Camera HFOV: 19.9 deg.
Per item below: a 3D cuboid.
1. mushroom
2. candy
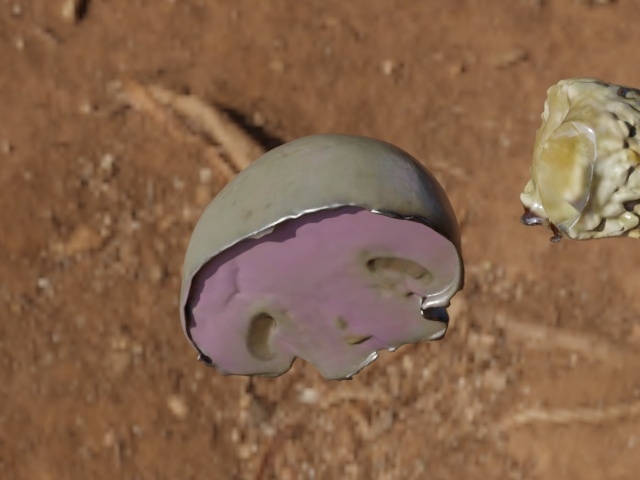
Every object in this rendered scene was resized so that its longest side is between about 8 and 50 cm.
[{"bbox_3d":[0.000,0.000,1.098,0.188,0.141,0.117,-23,54,31],"label":"mushroom"},{"bbox_3d":[0.154,-0.037,0.907,0.110,0.085,0.095,6,20,-14],"label":"candy"}]
